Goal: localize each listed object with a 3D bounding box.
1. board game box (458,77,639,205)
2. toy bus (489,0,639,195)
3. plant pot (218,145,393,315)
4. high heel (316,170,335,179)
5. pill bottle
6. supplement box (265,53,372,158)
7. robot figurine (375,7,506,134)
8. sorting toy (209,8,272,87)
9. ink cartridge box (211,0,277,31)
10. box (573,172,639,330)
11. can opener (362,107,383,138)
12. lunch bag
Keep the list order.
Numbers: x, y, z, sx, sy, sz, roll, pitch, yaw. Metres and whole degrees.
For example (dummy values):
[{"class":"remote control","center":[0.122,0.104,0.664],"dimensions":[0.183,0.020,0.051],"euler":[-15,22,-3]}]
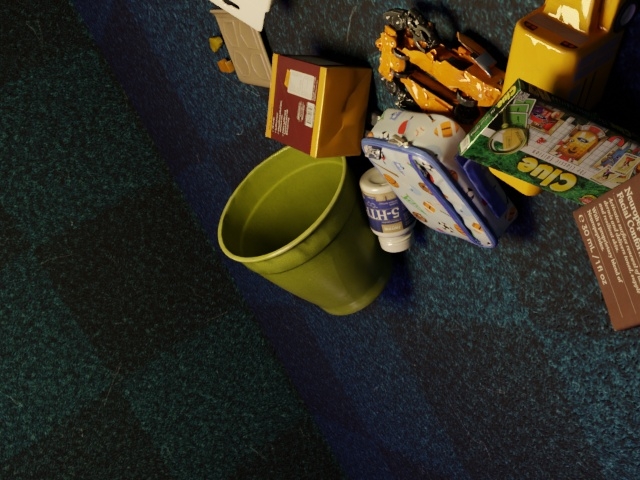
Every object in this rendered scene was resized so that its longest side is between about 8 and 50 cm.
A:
[{"class":"board game box","center":[0.340,-0.127,0.960],"dimensions":[0.136,0.259,0.030],"euler":[130,151,-47]},{"class":"toy bus","center":[0.336,-0.229,0.976],"dimensions":[0.108,0.130,0.333],"euler":[43,154,31]},{"class":"plant pot","center":[0.000,0.000,1.699],"dimensions":[0.366,0.366,0.353],"euler":[26,163,52]},{"class":"high heel","center":[-0.011,-0.139,1.862],"dimensions":[0.186,0.093,0.261],"euler":[41,148,36]},{"class":"pill bottle","center":[0.162,-0.071,1.570],"dimensions":[0.112,0.112,0.187],"euler":[30,146,48]},{"class":"supplement box","center":[-0.008,-0.300,1.502],"dimensions":[0.194,0.129,0.191],"euler":[30,121,45]},{"class":"robot figurine","center":[0.212,-0.292,1.210],"dimensions":[0.291,0.085,0.211],"euler":[44,154,28]},{"class":"sorting toy","center":[-0.220,-0.528,1.858],"dimensions":[0.307,0.041,0.229],"euler":[26,147,52]},{"class":"ink cartridge box","center":[-0.149,-0.620,1.395],"dimensions":[0.207,0.119,0.353],"euler":[33,155,0]},{"class":"box","center":[0.500,-0.022,0.834],"dimensions":[0.381,0.143,0.191],"euler":[129,129,-65]},{"class":"can opener","center":[0.142,-0.224,1.478],"dimensions":[0.186,0.059,0.073],"euler":[40,151,37]},{"class":"lunch bag","center":[0.222,-0.117,1.271],"dimensions":[0.303,0.115,0.243],"euler":[44,171,-34]}]
